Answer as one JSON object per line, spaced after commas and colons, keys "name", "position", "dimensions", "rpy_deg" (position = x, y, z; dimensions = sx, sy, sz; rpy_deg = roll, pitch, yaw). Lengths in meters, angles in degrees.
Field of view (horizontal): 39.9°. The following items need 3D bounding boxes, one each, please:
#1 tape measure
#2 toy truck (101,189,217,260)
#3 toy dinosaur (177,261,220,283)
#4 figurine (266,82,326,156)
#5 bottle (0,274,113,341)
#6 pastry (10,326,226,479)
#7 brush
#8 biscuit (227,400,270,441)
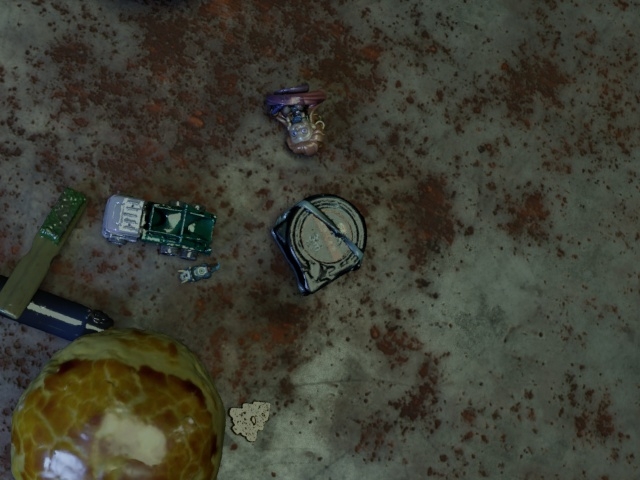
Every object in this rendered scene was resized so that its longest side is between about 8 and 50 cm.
{"name": "tape measure", "position": [0.004, -0.003, 1.784], "dimensions": [0.181, 0.107, 0.182], "rpy_deg": [-24, 90, -14]}
{"name": "toy truck", "position": [-0.305, -0.034, 1.694], "dimensions": [0.216, 0.116, 0.110], "rpy_deg": [11, 80, -14]}
{"name": "toy dinosaur", "position": [-0.238, 0.063, 1.737], "dimensions": [0.083, 0.047, 0.030], "rpy_deg": [-15, 86, -16]}
{"name": "figurine", "position": [-0.037, -0.253, 1.814], "dimensions": [0.126, 0.114, 0.157], "rpy_deg": [-17, 119, 17]}
{"name": "bottle", "position": [-0.508, 0.130, 1.638], "dimensions": [0.244, 0.072, 0.082], "rpy_deg": [23, 118, -13]}
{"name": "pastry", "position": [-0.346, 0.345, 1.529], "dimensions": [0.389, 0.312, 0.388], "rpy_deg": [1, 85, -16]}
{"name": "brush", "position": [-0.511, 0.016, 1.626], "dimensions": [0.054, 0.048, 0.282], "rpy_deg": [26, 59, -6]}
{"name": "biscuit", "position": [-0.137, 0.349, 1.745], "dimensions": [0.092, 0.016, 0.082], "rpy_deg": [-39, 89, -18]}
